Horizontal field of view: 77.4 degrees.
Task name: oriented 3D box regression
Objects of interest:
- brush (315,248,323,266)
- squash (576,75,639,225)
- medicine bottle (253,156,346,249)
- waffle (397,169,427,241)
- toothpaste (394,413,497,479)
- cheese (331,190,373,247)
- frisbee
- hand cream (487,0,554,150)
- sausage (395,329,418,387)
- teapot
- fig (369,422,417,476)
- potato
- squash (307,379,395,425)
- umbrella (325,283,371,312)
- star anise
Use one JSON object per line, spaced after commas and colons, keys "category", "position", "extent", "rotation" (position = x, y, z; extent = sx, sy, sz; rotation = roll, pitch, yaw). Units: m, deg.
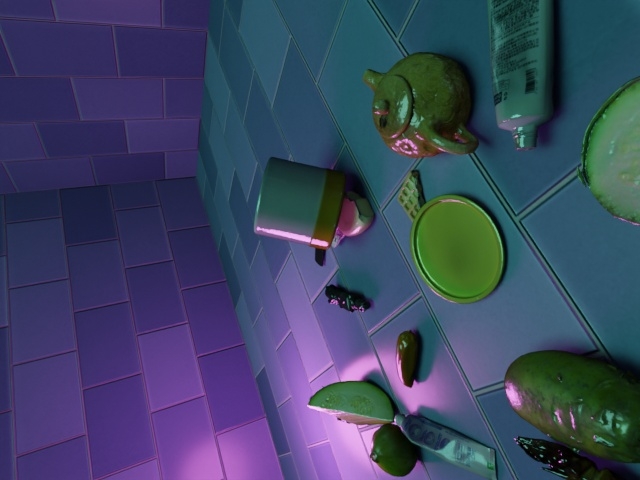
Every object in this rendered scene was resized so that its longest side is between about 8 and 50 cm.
{"category": "brush", "position": [0.000, 0.000, 1.433], "extent": [0.063, 0.016, 0.193], "rotation": [39, 134, 53]}
{"category": "squash", "position": [0.403, -0.105, 0.451], "extent": [0.170, 0.123, 0.170], "rotation": [36, 132, 55]}
{"category": "medicine bottle", "position": [-0.062, -0.110, 1.183], "extent": [0.238, 0.232, 0.237], "rotation": [-167, 90, -86]}
{"category": "waffle", "position": [0.232, -0.079, 0.922], "extent": [0.097, 0.023, 0.152], "rotation": [110, 142, -50]}
{"category": "toothpaste", "position": [0.296, 0.491, 0.983], "extent": [0.301, 0.048, 0.075], "rotation": [-2, 70, 57]}
{"category": "cheese", "position": [0.076, -0.051, 1.217], "extent": [0.255, 0.050, 0.127], "rotation": [-53, 53, 57]}
{"category": "frisbee", "position": [0.280, 0.019, 0.841], "extent": [0.236, 0.017, 0.235], "rotation": [25, 121, 51]}
{"category": "hand cream", "position": [0.318, -0.312, 0.631], "extent": [0.124, 0.078, 0.340], "rotation": [179, 89, -65]}
{"category": "sausage", "position": [0.225, 0.311, 1.050], "extent": [0.062, 0.054, 0.183], "rotation": [-89, -2, -66]}
{"category": "teapot", "position": [0.182, -0.258, 0.792], "extent": [0.311, 0.167, 0.203], "rotation": [59, 147, 35]}
{"category": "fig", "position": [0.204, 0.590, 1.128], "extent": [0.153, 0.120, 0.136], "rotation": [50, 160, -24]}
{"category": "potato", "position": [0.396, 0.247, 0.618], "extent": [0.251, 0.113, 0.149], "rotation": [164, 92, -71]}
{"category": "squash", "position": [0.099, 0.507, 1.283], "extent": [0.288, 0.203, 0.111], "rotation": [123, 170, -59]}
{"category": "umbrella", "position": [0.083, 0.189, 1.289], "extent": [0.236, 0.059, 0.066], "rotation": [4, 121, 65]}
{"category": "star anise", "position": [0.419, 0.378, 0.648], "extent": [0.213, 0.053, 0.157], "rotation": [27, 162, 21]}
